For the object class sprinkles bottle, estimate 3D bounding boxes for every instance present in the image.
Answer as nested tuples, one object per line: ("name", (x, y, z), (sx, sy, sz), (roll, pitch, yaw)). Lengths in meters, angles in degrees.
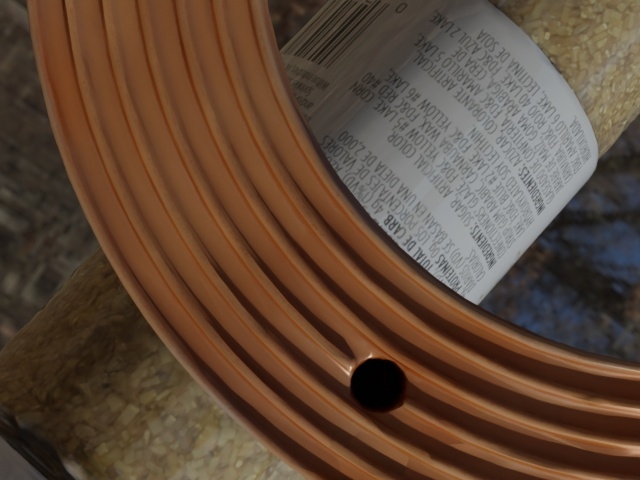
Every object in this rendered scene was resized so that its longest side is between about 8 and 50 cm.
("sprinkles bottle", (0.000, 0.000, 0.611), (0.355, 0.121, 0.121), (-47, -156, -12))

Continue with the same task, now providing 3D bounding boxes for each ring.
("ring", (0.093, -0.077, 0.441), (0.336, 0.336, 0.032), (-57, 178, -4))
